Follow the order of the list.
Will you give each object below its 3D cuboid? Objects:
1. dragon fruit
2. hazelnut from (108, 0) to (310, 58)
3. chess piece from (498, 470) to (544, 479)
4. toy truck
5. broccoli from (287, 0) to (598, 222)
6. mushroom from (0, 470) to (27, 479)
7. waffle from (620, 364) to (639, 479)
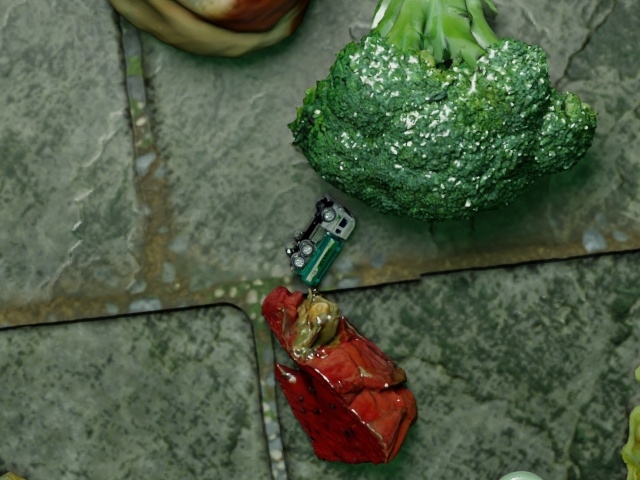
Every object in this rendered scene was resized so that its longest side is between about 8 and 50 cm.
[{"bbox_3d":[0.014,0.122,1.455,0.092,0.122,0.192,-40,95,-33],"label":"dragon fruit"},{"bbox_3d":[-0.099,-0.293,1.313,0.261,0.261,0.241,30,67,-4],"label":"hazelnut"},{"bbox_3d":[0.199,0.269,1.447,0.067,0.103,0.067,0,100,0],"label":"chess piece"},{"bbox_3d":[0.000,0.000,1.437,0.044,0.039,0.083,30,101,-21],"label":"toy truck"},{"bbox_3d":[0.113,-0.145,1.334,0.269,0.254,0.269,7,72,-22],"label":"broccoli"},{"bbox_3d":[-0.204,0.359,1.480,0.107,0.087,0.333,-33,96,7],"label":"mushroom"},{"bbox_3d":[0.407,0.199,1.458,0.223,0.054,0.204,2,100,1],"label":"waffle"}]
